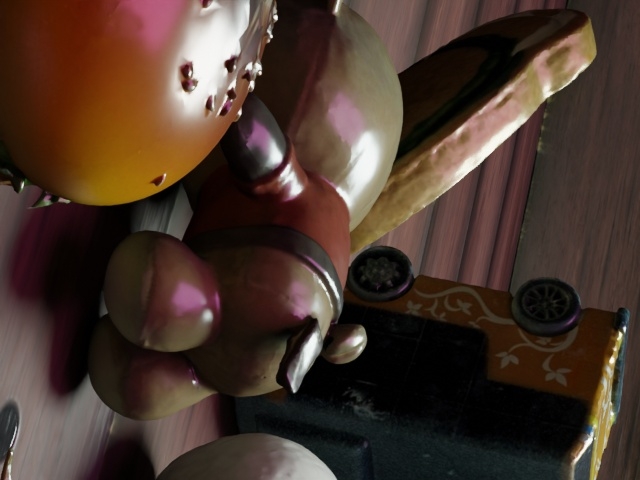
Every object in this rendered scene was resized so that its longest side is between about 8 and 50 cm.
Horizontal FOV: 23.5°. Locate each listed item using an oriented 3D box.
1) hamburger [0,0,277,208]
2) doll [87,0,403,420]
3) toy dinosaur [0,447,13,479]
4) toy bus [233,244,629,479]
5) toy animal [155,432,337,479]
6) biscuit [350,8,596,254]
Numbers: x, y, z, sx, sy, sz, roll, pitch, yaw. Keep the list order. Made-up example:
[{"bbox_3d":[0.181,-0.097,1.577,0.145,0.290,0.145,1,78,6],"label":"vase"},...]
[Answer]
[{"bbox_3d":[-0.106,-0.132,0.712,0.246,0.170,0.246,11,90,-78],"label":"hamburger"},{"bbox_3d":[-0.034,-0.028,1.032,0.235,0.174,0.330,103,3,-54],"label":"doll"},{"bbox_3d":[-0.190,0.216,0.874,0.126,0.039,0.162,-65,158,-43],"label":"toy dinosaur"},{"bbox_3d":[0.093,0.132,1.351,0.162,0.324,0.194,83,23,-49],"label":"toy bus"},{"bbox_3d":[-0.051,0.274,1.117,0.272,0.206,0.265,-152,-121,-66],"label":"toy animal"},{"bbox_3d":[0.061,-0.092,1.292,0.344,0.287,0.057,-39,106,-17],"label":"biscuit"}]
